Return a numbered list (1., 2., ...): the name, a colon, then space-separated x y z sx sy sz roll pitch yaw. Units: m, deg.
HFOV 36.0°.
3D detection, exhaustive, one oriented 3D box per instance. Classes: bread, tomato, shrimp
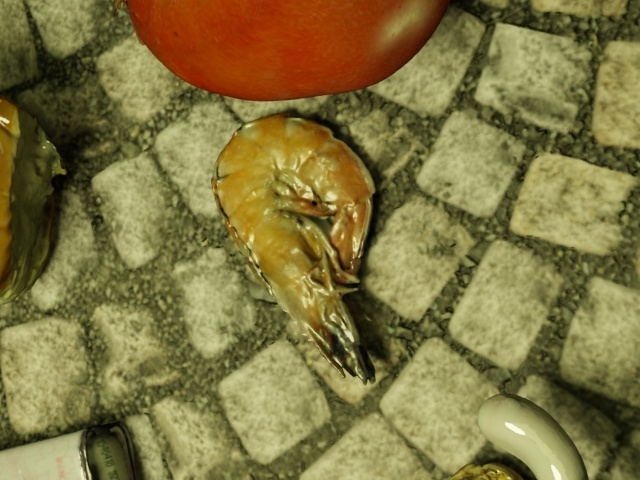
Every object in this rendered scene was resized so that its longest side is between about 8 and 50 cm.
1. bread: -0.423 -0.067 1.118 0.279 0.225 0.250 17 95 20
2. tomato: -0.025 -0.281 0.958 0.341 0.273 0.341 -19 64 44
3. shrimp: 0.000 0.000 1.041 0.164 0.062 0.317 -33 74 13

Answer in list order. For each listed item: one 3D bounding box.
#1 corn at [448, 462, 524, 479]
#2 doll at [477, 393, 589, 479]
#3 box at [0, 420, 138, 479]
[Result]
1. corn: 0.214 0.341 0.921 0.106 0.106 0.293 -38 77 15
2. doll: 0.323 0.301 0.814 0.366 0.187 0.376 -9 87 10
3. box: -0.376 0.340 1.145 0.370 0.112 0.190 -15 82 18
